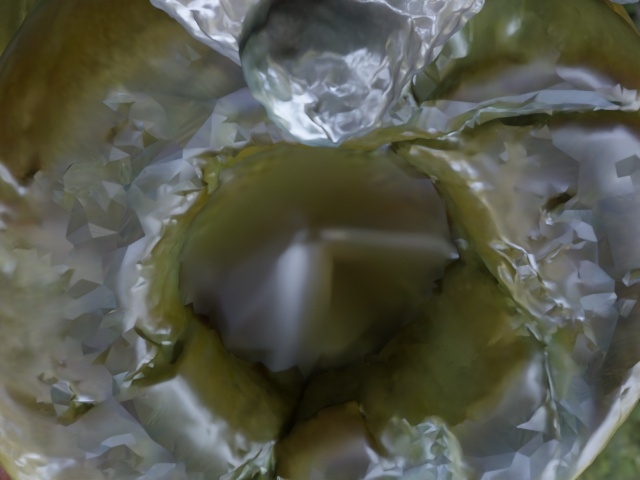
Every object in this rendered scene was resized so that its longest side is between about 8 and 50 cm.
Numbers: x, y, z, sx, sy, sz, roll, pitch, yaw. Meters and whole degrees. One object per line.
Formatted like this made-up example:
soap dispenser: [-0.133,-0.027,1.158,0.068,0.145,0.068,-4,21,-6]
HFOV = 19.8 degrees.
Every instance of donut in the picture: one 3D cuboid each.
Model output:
donut: [0.000,0.000,0.841,0.360,0.360,0.170,-17,-151,-1]

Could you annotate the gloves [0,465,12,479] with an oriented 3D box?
gloves: [-0.198,0.176,1.030,0.241,0.126,0.145,22,108,-36]

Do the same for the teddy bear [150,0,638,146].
teddy bear: [0.038,-0.167,0.606,0.267,0.236,0.151,-39,-153,16]
